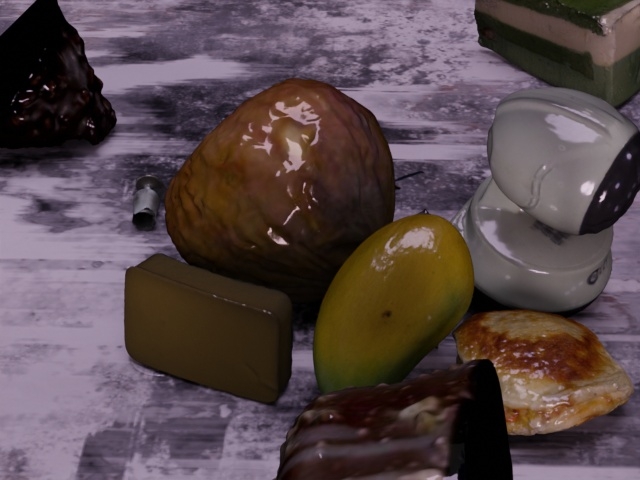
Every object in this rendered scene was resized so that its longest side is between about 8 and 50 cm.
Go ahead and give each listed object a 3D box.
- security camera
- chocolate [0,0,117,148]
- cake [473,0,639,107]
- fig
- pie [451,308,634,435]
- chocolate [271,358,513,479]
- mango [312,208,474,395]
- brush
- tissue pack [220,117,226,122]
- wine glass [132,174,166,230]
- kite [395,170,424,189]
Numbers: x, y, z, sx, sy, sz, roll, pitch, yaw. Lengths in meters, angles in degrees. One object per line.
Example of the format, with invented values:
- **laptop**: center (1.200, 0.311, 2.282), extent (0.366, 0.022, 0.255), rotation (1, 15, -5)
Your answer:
- **security camera**: center (0.266, -0.055, 1.739), extent (0.191, 0.277, 0.197), rotation (33, 51, 18)
- **chocolate**: center (-0.375, -0.192, 2.141), extent (0.177, 0.206, 0.224), rotation (35, 33, -29)
- **cake**: center (0.349, -0.303, 2.255), extent (0.283, 0.158, 0.172), rotation (8, 36, 15)
- **fig**: center (0.000, 0.000, 1.781), extent (0.286, 0.286, 0.368), rotation (-29, 74, -36)
- **pie**: center (0.238, 0.136, 1.654), extent (0.179, 0.084, 0.205), rotation (-9, 31, -13)
- **chocolate**: center (0.055, 0.254, 1.368), extent (0.210, 0.225, 0.340), rotation (-6, 31, 14)
- **mango**: center (0.070, 0.075, 1.656), extent (0.137, 0.091, 0.237), rotation (44, 80, 5)
- **brush**: center (-0.122, 0.095, 1.683), extent (0.197, 0.123, 0.059), rotation (16, 34, 22)
- **tissue pack**: center (-0.109, -0.113, 2.046), extent (0.059, 0.074, 0.094), rotation (2, 32, -10)
- **wine glass**: center (-0.223, -0.047, 1.980), extent (0.039, 0.042, 0.083), rotation (-33, 31, 20)
- **kite**: center (0.028, -0.096, 1.988), extent (0.160, 0.183, 0.010), rotation (-21, 52, 46)
